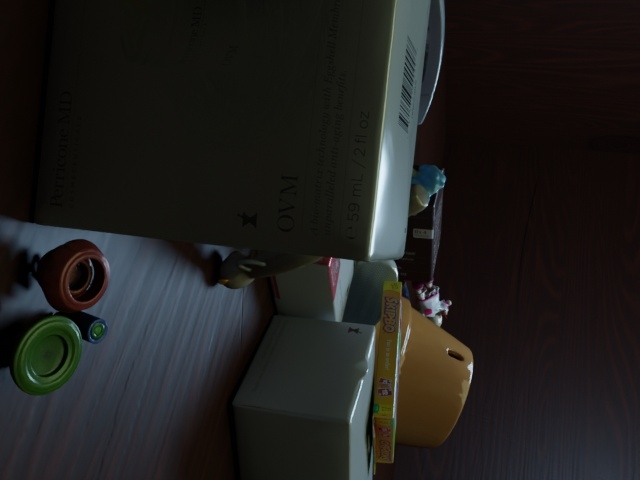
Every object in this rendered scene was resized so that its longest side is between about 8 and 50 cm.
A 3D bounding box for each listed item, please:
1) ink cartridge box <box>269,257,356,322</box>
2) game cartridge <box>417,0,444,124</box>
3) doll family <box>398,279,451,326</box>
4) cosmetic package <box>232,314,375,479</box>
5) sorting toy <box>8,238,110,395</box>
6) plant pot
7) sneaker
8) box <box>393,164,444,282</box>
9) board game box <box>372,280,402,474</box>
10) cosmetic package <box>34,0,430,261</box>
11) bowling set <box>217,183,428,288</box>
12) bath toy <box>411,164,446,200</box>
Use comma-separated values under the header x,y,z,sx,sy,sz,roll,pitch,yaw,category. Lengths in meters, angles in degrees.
x,y,z,sx,sy,sz,roll,pitch,yaw,category
0.000,0.000,1.085,0.159,0.092,0.218,82,17,-47,ink cartridge box
0.069,-0.286,1.020,0.060,0.196,0.294,-81,168,-47,game cartridge
0.163,0.180,1.703,0.118,0.263,0.163,36,-30,54,doll family
-0.010,0.309,1.039,0.197,0.155,0.366,-64,155,-58,cosmetic package
-0.173,0.047,0.488,0.061,0.042,0.102,44,63,-54,sorting toy
0.149,0.256,1.398,0.291,0.203,0.291,-157,-90,-88,plant pot
0.060,0.081,1.289,0.169,0.108,0.293,-75,-174,-45,sneaker
0.177,-0.042,1.660,0.167,0.168,0.203,-66,158,-52,box
0.097,0.196,1.094,0.124,0.039,0.259,84,14,-46,board game box
-0.052,-0.108,0.510,0.138,0.224,0.224,3,93,-75,cosmetic package
-0.016,-0.075,0.880,0.287,0.154,0.200,-17,85,-55,bowling set
0.062,-0.195,0.983,0.348,0.129,0.151,64,-2,-31,bath toy
